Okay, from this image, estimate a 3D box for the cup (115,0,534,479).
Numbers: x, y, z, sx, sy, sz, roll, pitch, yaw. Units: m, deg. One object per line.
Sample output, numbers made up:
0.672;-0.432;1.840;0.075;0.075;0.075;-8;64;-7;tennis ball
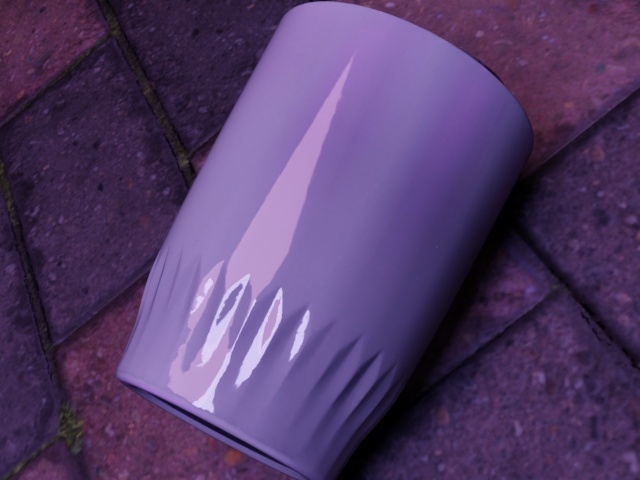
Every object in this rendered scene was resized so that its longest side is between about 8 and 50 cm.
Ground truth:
0.000;0.000;0.892;0.253;0.253;0.372;14;69;43;cup
